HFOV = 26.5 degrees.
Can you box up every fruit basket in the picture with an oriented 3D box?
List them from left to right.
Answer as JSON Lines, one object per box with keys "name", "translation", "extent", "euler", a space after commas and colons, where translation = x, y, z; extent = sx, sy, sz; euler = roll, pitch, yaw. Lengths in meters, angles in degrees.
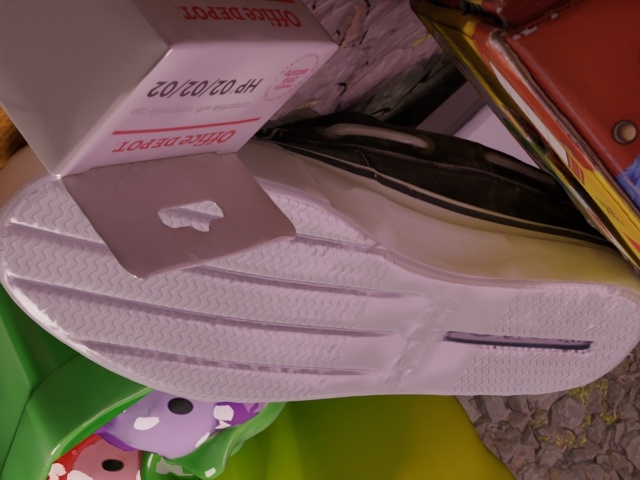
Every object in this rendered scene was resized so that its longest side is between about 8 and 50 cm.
{"name": "fruit basket", "translation": [-0.056, 0.126, 0.822], "extent": [0.283, 0.392, 0.392], "euler": [-30, 166, -31]}

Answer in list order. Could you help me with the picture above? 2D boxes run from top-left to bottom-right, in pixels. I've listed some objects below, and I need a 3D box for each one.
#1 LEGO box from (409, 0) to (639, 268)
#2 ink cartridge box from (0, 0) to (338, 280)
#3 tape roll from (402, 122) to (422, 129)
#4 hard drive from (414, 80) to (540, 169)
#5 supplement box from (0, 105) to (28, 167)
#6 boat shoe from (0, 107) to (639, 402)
{"name": "LEGO box", "translation": [0.254, -0.161, 0.670], "extent": [0.372, 0.193, 0.500], "euler": [-39, -172, 8]}
{"name": "ink cartridge box", "translation": [-0.066, -0.081, 0.437], "extent": [0.061, 0.181, 0.104], "euler": [-43, 167, 27]}
{"name": "tape roll", "translation": [-0.021, 0.037, 1.295], "extent": [0.392, 0.072, 0.392], "euler": [-36, 169, -9]}
{"name": "hard drive", "translation": [0.130, -0.056, 1.166], "extent": [0.307, 0.040, 0.203], "euler": [-43, 151, -33]}
{"name": "supplement box", "translation": [-0.158, -0.065, 0.491], "extent": [0.080, 0.078, 0.233], "euler": [-45, 165, 34]}
{"name": "boat shoe", "translation": [0.000, 0.000, 0.631], "extent": [0.335, 0.119, 0.121], "euler": [13, 125, -34]}
